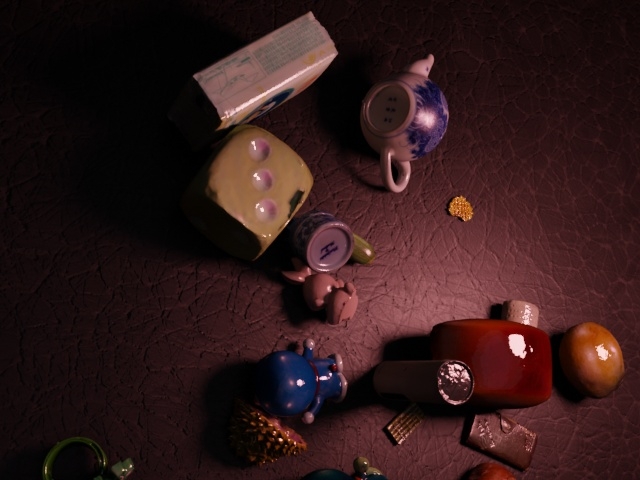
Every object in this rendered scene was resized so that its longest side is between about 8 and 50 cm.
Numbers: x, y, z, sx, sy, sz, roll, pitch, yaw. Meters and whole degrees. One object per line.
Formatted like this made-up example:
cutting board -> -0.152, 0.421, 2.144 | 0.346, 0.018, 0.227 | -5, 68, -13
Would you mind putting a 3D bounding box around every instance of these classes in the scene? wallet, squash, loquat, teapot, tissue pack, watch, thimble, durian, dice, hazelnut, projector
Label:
wallet -> 0.517, 0.561, 2.003 | 0.232, 0.031, 0.122 | 28, 70, -14
squash -> 0.055, -0.003, 1.928 | 0.219, 0.068, 0.077 | 28, 49, -14
loquat -> 0.813, 0.361, 2.104 | 0.179, 0.179, 0.228 | -6, 76, -24
teapot -> 0.254, -0.347, 2.025 | 0.280, 0.252, 0.424 | 10, 92, -58
tissue pack -> -0.180, -0.404, 1.813 | 0.388, 0.287, 0.162 | -36, 96, -26
watch -> -0.518, 0.502, 1.545 | 0.152, 0.131, 0.165 | 43, 68, 13
thimble -> 0.592, 0.230, 2.082 | 0.115, 0.102, 0.090 | 32, 63, -45
durian -> -0.135, 0.470, 1.712 | 0.182, 0.165, 0.132 | 63, 29, -23
dice -> -0.186, -0.119, 1.756 | 0.249, 0.254, 0.252 | 37, 67, -7
hazelnut -> 0.457, 0.680, 1.900 | 0.143, 0.143, 0.154 | 32, 59, -13
projector -> 0.252, 0.355, 1.775 | 0.108, 0.337, 0.108 | 4, 79, -22

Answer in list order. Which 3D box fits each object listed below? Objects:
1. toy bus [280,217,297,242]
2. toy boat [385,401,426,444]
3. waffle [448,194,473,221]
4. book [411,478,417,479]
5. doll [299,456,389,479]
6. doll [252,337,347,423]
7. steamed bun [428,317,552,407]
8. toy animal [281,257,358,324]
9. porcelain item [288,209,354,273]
toy bus -> -0.081, -0.029, 1.872 | 0.046, 0.083, 0.038 | 36, 65, 2
toy boat -> 0.233, 0.497, 1.907 | 0.115, 0.016, 0.063 | -38, 93, -26
waffle -> 0.430, -0.095, 2.141 | 0.085, 0.016, 0.078 | 37, 66, -11
book -> 0.336, 0.877, 1.842 | 0.428, 0.039, 0.300 | 38, 65, -10
doll -> 0.051, 0.647, 1.701 | 0.321, 0.186, 0.199 | -10, 80, -28
doll -> -0.054, 0.352, 1.761 | 0.256, 0.161, 0.215 | 7, 55, -38
steamed bun -> 0.479, 0.335, 1.894 | 0.379, 0.248, 0.235 | 14, 72, -33
toy animal -> -0.003, 0.133, 1.864 | 0.212, 0.124, 0.124 | 32, 62, 23
porcelain item -> 0.000, 0.000, 1.811 | 0.147, 0.114, 0.147 | -13, 118, -25
